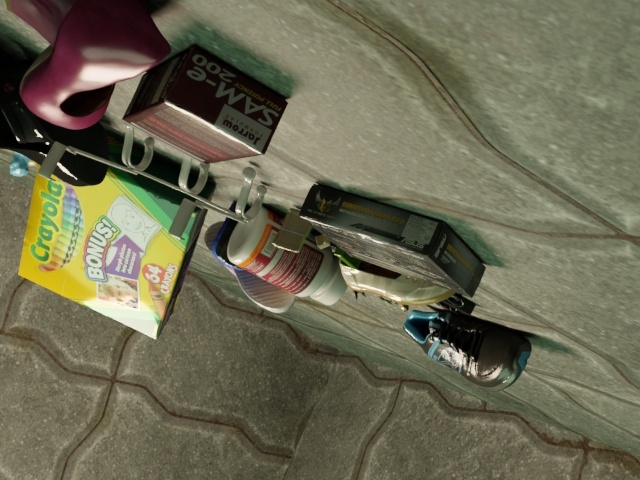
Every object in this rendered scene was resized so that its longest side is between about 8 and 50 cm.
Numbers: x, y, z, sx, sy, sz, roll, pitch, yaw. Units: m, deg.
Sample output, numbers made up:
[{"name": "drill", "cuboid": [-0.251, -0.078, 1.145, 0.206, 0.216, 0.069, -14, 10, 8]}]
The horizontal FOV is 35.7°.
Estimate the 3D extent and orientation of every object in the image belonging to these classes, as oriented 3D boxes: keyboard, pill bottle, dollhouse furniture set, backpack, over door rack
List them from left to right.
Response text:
[{"name": "over door rack", "cuboid": [-0.235, -0.104, 1.527, 0.239, 0.108, 0.324, 23, -168, 12]}, {"name": "backpack", "cuboid": [-0.155, -0.001, 1.950, 0.098, 0.120, 0.101, 26, 171, -11]}, {"name": "pill bottle", "cuboid": [-0.055, 0.033, 1.876, 0.221, 0.121, 0.121, 29, 170, -23]}, {"name": "dollhouse furniture set", "cuboid": [0.000, 0.000, 1.688, 0.152, 0.076, 0.058, 17, 167, 37]}, {"name": "keyboard", "cuboid": [0.147, 0.062, 1.803, 0.317, 0.033, 0.201, 27, 170, -20]}]

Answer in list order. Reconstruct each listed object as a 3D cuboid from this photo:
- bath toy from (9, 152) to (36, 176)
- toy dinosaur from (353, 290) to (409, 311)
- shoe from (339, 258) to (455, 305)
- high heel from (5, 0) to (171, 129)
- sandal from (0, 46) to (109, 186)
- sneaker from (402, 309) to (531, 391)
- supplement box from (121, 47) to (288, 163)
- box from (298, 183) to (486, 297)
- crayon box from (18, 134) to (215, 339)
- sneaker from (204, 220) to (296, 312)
[{"name": "bath toy", "cuboid": [-0.462, -0.126, 2.035, 0.348, 0.129, 0.151, 23, 170, 10]}, {"name": "toy dinosaur", "cuboid": [0.092, 0.083, 1.989, 0.268, 0.064, 0.118, 23, 166, 36]}, {"name": "shoe", "cuboid": [0.126, 0.059, 1.654, 0.219, 0.076, 0.058, 5, 138, 34]}, {"name": "high heel", "cuboid": [-0.246, -0.177, 1.132, 0.181, 0.127, 0.377, 35, 168, 5]}, {"name": "sandal", "cuboid": [-0.445, -0.206, 1.558, 0.107, 0.167, 0.446, -6, 167, 21]}, {"name": "sneaker", "cuboid": [0.287, 0.214, 2.006, 0.139, 0.125, 0.341, 34, 166, -22]}, {"name": "supplement box", "cuboid": [-0.146, -0.155, 1.197, 0.130, 0.073, 0.239, 28, 172, -22]}, {"name": "box", "cuboid": [0.108, 0.001, 1.469, 0.231, 0.056, 0.183, 19, 170, 35]}, {"name": "crayon box", "cuboid": [-0.403, -0.015, 1.930, 0.313, 0.106, 0.363, 24, 129, 0]}, {"name": "sneaker", "cuboid": [-0.118, 0.076, 2.075, 0.282, 0.102, 0.161, 46, 174, 40]}]
